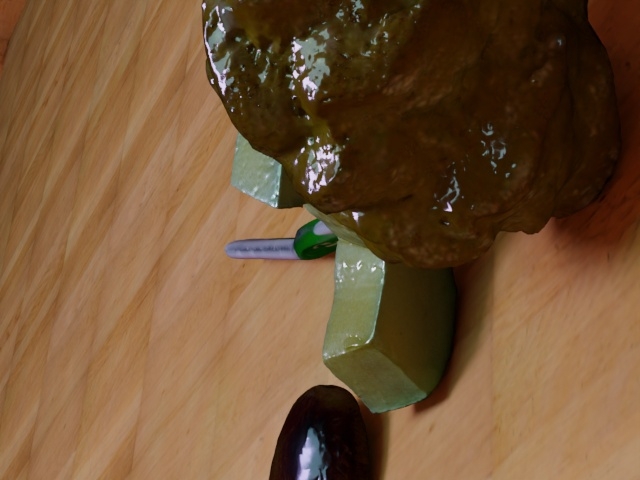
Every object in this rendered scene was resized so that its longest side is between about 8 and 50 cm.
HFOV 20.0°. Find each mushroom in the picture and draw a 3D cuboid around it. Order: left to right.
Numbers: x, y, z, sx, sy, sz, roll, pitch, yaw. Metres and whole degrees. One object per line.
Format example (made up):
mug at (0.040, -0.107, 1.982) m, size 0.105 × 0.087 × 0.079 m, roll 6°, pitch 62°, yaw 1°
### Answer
mushroom at (-0.005, 0.153, 1.177) m, size 0.123 × 0.052 × 0.123 m, roll -165°, pitch 90°, yaw -76°

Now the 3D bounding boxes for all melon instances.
melon at (0.018, -0.005, 1.069) m, size 0.064 × 0.209 × 0.118 m, roll -2°, pitch 44°, yaw 49°

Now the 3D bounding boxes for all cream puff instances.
cream puff at (0.046, -0.102, 0.946) m, size 0.244 × 0.196 × 0.244 m, roll -14°, pitch -90°, yaw -80°

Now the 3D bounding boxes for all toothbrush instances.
toothbrush at (-0.001, -0.005, 1.323) m, size 0.418 × 0.042 × 0.040 m, roll 178°, pitch 84°, yaw -71°
